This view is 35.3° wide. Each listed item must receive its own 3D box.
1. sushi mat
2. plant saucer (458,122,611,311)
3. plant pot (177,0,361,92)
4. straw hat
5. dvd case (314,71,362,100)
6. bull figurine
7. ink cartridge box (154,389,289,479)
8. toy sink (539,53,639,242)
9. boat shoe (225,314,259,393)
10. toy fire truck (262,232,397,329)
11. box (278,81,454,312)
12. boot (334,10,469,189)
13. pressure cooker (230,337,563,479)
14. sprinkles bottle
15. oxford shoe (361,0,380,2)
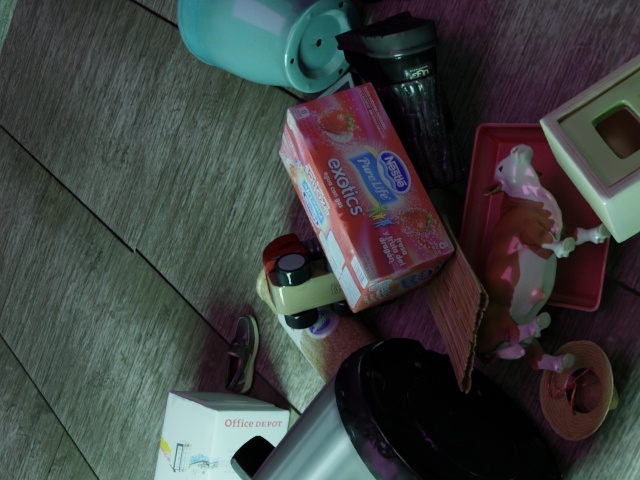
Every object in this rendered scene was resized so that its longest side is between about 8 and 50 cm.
[{"bbox_3d":[0.192,0.079,1.459,0.316,0.019,0.151,-100,18,-68],"label":"sushi mat"},{"bbox_3d":[0.321,-0.039,1.459,0.259,0.048,0.258,8,88,47],"label":"plant saucer"},{"bbox_3d":[-0.075,-0.399,1.815,0.255,0.272,0.271,35,109,36],"label":"plant pot"},{"bbox_3d":[0.365,0.204,1.354,0.144,0.061,0.144,-41,41,49],"label":"straw hat"},{"bbox_3d":[0.031,-0.159,1.814,0.179,0.030,0.238,-35,59,38],"label":"dvd case"},{"bbox_3d":[0.285,0.028,1.366,0.188,0.101,0.310,23,104,62],"label":"bull figurine"},{"bbox_3d":[-0.185,0.404,1.839,0.168,0.171,0.232,8,89,48],"label":"ink cartridge box"},{"bbox_3d":[0.418,-0.137,1.240,0.234,0.131,0.152,-32,56,8],"label":"toy sink"},{"bbox_3d":[-0.154,0.217,1.931,0.056,0.049,0.152,-6,78,47],"label":"boat shoe"},{"bbox_3d":[0.000,0.000,1.688,0.246,0.217,0.158,-119,16,-56],"label":"toy fire truck"},{"bbox_3d":[0.062,-0.063,1.521,0.154,0.142,0.299,110,138,-66],"label":"box"},{"bbox_3d":[0.128,-0.228,1.646,0.348,0.131,0.260,-114,8,-72],"label":"boot"},{"bbox_3d":[0.087,0.396,1.405,0.420,0.376,0.369,-54,35,26],"label":"pressure cooker"},{"bbox_3d":[0.019,0.162,1.698,0.355,0.121,0.121,49,118,41],"label":"sprinkles bottle"},{"bbox_3d":[0.114,-0.463,1.731,0.227,0.096,0.082,-5,77,45],"label":"oxford shoe"}]
